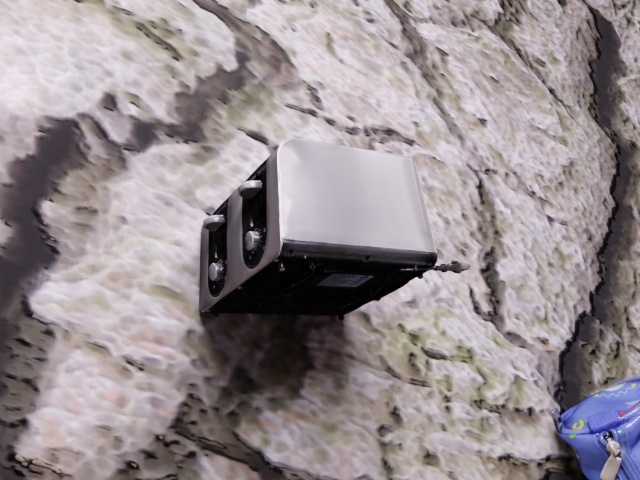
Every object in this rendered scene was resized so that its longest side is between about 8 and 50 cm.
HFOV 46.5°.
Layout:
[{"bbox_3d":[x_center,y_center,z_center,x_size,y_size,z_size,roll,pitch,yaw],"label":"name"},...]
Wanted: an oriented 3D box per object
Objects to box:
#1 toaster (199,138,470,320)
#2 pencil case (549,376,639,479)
[{"bbox_3d":[0.000,0.000,0.662,0.186,0.168,0.110,5,67,-30],"label":"toaster"},{"bbox_3d":[0.370,0.300,0.797,0.133,0.119,0.306,-15,78,-60],"label":"pencil case"}]
